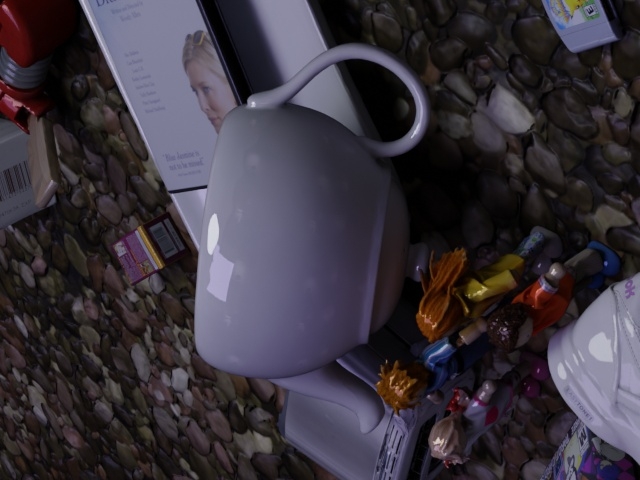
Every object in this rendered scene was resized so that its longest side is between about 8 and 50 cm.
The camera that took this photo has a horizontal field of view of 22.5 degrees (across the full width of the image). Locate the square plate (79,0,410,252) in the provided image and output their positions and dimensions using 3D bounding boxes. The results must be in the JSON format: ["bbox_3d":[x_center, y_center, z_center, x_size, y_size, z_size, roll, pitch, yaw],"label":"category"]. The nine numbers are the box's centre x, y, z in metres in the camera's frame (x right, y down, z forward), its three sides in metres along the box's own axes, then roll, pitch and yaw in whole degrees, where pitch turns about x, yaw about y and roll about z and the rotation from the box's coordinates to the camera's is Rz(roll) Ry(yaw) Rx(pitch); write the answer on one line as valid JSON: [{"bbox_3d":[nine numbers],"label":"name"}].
[{"bbox_3d":[-0.076,-0.149,1.538,0.347,0.049,0.344,-13,104,53],"label":"square plate"}]

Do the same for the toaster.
[{"bbox_3d":[0.051,0.154,1.535,0.146,0.129,0.227,37,137,25],"label":"toaster"}]

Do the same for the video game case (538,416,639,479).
[{"bbox_3d":[0.222,0.289,1.393,0.232,0.042,0.210,109,164,-48],"label":"video game case"}]

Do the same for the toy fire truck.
[{"bbox_3d":[-0.331,-0.183,1.754,0.246,0.158,0.217,41,142,5],"label":"toy fire truck"}]

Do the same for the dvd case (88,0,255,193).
[{"bbox_3d":[-0.139,-0.169,1.538,0.180,0.022,0.253,-6,110,52],"label":"dvd case"}]

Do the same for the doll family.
[{"bbox_3d":[0.127,0.081,1.358,0.118,0.163,0.263,44,142,21],"label":"doll family"}]

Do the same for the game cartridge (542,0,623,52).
[{"bbox_3d":[0.193,-0.184,1.217,0.056,0.017,0.083,-12,105,57],"label":"game cartridge"}]

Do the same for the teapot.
[{"bbox_3d":[0.000,0.000,1.363,0.187,0.252,0.256,6,153,2],"label":"teapot"}]

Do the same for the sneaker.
[{"bbox_3d":[0.316,0.150,1.225,0.305,0.114,0.152,44,125,8],"label":"sneaker"}]

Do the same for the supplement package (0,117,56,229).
[{"bbox_3d":[-0.422,-0.086,1.952,0.179,0.105,0.105,16,126,45],"label":"supplement package"}]

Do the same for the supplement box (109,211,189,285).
[{"bbox_3d":[-0.191,0.010,1.795,0.083,0.043,0.055,-26,94,54],"label":"supplement box"}]
